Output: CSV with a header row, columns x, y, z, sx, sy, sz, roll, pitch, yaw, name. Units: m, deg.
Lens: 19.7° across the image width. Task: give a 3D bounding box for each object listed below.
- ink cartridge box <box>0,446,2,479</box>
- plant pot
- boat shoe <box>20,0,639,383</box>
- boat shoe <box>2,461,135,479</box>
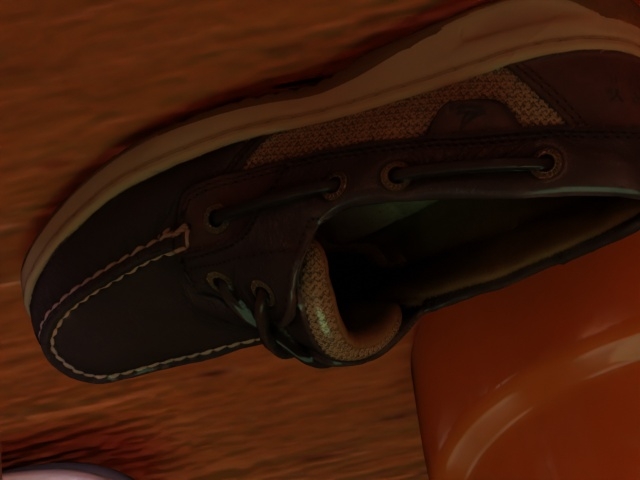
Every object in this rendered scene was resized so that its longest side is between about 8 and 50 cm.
x,y,z,sx,sy,sz,roll,pitch,yaw,name
-0.116,-0.055,0.329,0.092,0.219,0.160,-8,146,-3,ink cartridge box
0.142,0.109,0.621,0.205,0.188,0.205,-4,145,-3,plant pot
0.001,0.000,0.546,0.223,0.073,0.080,-24,141,24,boat shoe
-0.169,0.175,0.779,0.319,0.116,0.099,-38,177,28,boat shoe
